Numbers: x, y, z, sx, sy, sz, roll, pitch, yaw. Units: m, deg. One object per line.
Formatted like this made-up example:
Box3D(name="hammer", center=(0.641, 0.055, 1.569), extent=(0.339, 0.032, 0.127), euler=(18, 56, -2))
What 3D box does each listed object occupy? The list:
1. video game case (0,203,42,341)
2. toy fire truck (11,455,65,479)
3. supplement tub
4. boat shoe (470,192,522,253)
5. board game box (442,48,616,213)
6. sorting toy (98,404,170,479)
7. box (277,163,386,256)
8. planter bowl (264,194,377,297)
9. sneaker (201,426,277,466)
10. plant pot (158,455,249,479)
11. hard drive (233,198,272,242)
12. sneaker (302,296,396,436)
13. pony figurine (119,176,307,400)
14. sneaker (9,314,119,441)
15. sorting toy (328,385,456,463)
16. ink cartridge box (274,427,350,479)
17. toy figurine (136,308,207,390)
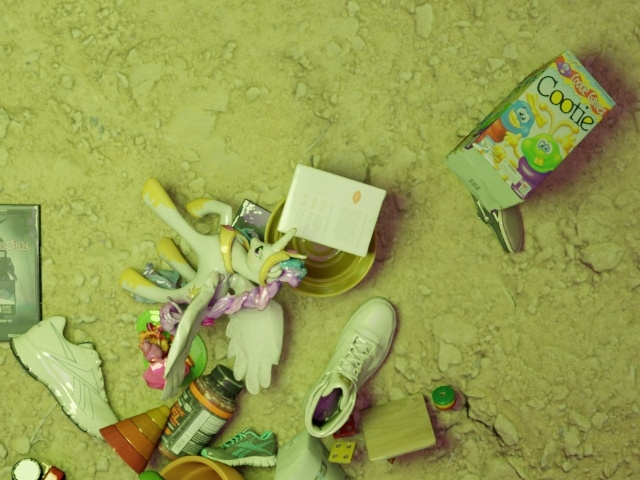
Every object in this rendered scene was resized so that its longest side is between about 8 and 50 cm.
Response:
Box3D(name="video game case", center=(-0.653, 0.065, 1.692), extent=(0.195, 0.026, 0.275), euler=(1, 96, -2))
Box3D(name="toy fire truck", center=(-0.527, 0.573, 1.661), extent=(0.246, 0.158, 0.217), euler=(31, 63, 0))
Box3D(name="supplement tub", center=(-0.238, 0.340, 1.685), extent=(0.106, 0.106, 0.198), euler=(39, 92, -4))
Box3D(name="boat shoe", center=(0.342, -0.067, 1.700), extent=(0.064, 0.075, 0.206), euler=(-13, 104, 43))
Box3D(name="board game box", center=(0.390, -0.202, 1.600), extent=(0.144, 0.142, 0.275), euler=(47, 74, -5))
Box3D(name="sorting toy", center=(-0.257, 0.416, 1.548), extent=(0.126, 0.365, 0.127), euler=(-44, 139, -15))
Box3D(name="box", center=(0.020, -0.055, 1.577), extent=(0.170, 0.091, 0.130), euler=(18, 91, -1))
Box3D(name="planter bowl", center=(0.000, 0.000, 1.669), extent=(0.217, 0.090, 0.217), euler=(0, 91, -1))
Box3D(name="sneaker", center=(-0.159, 0.409, 1.701), extent=(0.166, 0.065, 0.076), euler=(9, 82, -34))
Box3D(name="plant pot", center=(-0.186, 0.566, 1.618), extent=(0.203, 0.290, 0.291), euler=(23, 95, -46))
Box3D(name="hard drive", center=(-0.141, -0.003, 1.700), extent=(0.094, 0.022, 0.135), euler=(29, 93, -3))
Box3D(name="sneaker", center=(0.064, 0.250, 1.655), extent=(0.108, 0.169, 0.293), euler=(30, 92, -2))
Box3D(name="pony figurine", center=(-0.203, 0.091, 1.563), extent=(0.363, 0.302, 0.351), euler=(25, 104, 32))
Box3D(name="sneaker", center=(-0.472, 0.276, 1.675), extent=(0.129, 0.111, 0.297), euler=(-41, 104, -21))
Box3D(name="sorting toy", center=(0.148, 0.384, 1.694), extent=(0.274, 0.132, 0.046), euler=(-17, 125, 4))
Box3D(name="ink cartridge box", center=(0.036, 0.540, 1.568), extent=(0.091, 0.385, 0.308), euler=(-36, 95, 2))
Box3D(name="toy figurine", center=(-0.304, 0.221, 1.646), extent=(0.130, 0.159, 0.173), euler=(-33, 94, 2))
